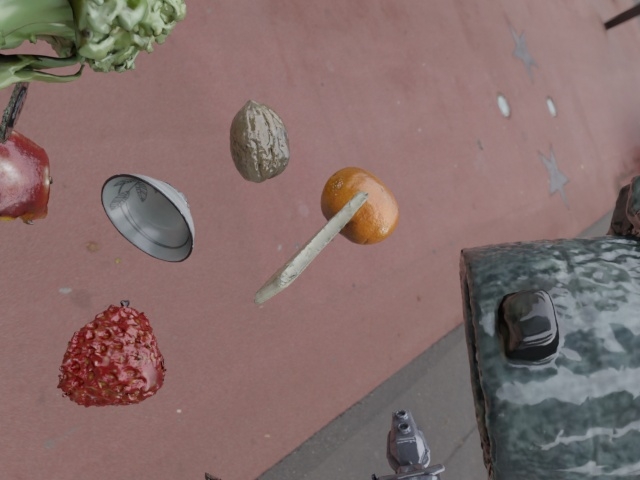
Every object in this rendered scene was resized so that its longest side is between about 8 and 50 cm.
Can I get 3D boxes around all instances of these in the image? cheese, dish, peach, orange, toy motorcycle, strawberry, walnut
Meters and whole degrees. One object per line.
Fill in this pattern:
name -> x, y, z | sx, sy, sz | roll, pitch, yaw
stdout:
cheese -> -0.001, -0.003, 0.949 | 0.034, 0.085, 0.400 | 44, 37, -1
dish -> -0.475, -0.082, 1.429 | 0.316, 0.316, 0.106 | 52, 44, -20
peach -> -0.552, -0.118, 0.739 | 0.267, 0.158, 0.154 | 12, 88, -26
orange -> 0.102, -0.085, 1.313 | 0.170, 0.224, 0.224 | -45, 114, -7
toy motorcycle -> 0.104, 0.281, 0.576 | 0.215, 0.079, 0.123 | -83, 163, -71
strawberry -> -0.396, 0.254, 1.028 | 0.234, 0.177, 0.234 | -34, 129, -54
walnut -> -0.173, -0.282, 1.393 | 0.178, 0.178, 0.231 | -32, 119, -46

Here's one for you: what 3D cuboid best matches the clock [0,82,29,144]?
clock -> -0.309, -0.138, 0.500 | 0.010, 0.074, 0.084 | 21, 76, -27

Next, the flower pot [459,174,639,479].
flower pot -> 0.281, 0.088, 0.449 | 0.299, 0.282, 0.300 | -6, 90, -76

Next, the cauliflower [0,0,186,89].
cauliflower -> -0.256, -0.207, 0.339 | 0.281, 0.327, 0.260 | -41, 99, -28

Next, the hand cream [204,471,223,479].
hand cream -> -0.186, 0.554, 1.057 | 0.039, 0.062, 0.163 | -42, 111, -30
